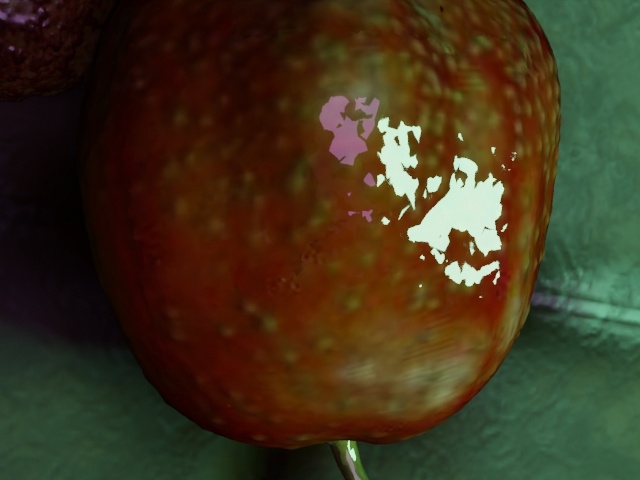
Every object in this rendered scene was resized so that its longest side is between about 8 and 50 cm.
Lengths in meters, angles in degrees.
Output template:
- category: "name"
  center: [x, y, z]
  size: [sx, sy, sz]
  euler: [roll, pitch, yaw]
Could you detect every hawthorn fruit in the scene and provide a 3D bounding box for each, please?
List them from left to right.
- category: "hawthorn fruit"
  center: [0.000, 0.000, 0.486]
  size: [0.205, 0.205, 0.253]
  euler: [-5, 106, -19]

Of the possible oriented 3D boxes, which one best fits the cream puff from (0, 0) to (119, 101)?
- category: "cream puff"
  center: [-0.131, -0.127, 0.476]
  size: [0.149, 0.084, 0.149]
  euler: [-4, 100, -21]
